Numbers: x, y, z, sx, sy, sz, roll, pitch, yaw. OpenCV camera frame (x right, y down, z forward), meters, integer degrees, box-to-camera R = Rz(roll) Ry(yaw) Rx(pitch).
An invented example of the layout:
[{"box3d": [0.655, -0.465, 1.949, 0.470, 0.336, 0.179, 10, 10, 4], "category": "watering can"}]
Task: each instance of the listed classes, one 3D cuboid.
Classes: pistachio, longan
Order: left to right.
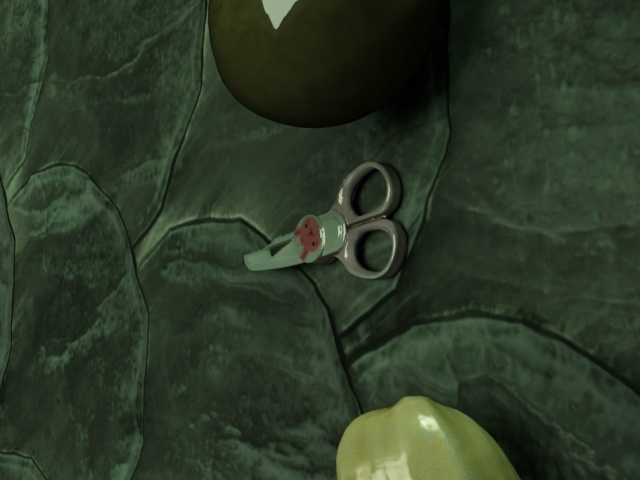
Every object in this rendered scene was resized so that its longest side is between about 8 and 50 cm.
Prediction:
[{"box3d": [-0.001, -0.219, 1.083, 0.248, 0.248, 0.248, -6, 82, 53], "category": "longan"}, {"box3d": [0.101, 0.242, 0.963, 0.157, 0.157, 0.229, -42, 67, 43], "category": "pistachio"}]

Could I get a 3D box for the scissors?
[{"box3d": [0.000, 0.000, 1.215, 0.242, 0.030, 0.118, -20, 72, 47], "category": "scissors"}]
